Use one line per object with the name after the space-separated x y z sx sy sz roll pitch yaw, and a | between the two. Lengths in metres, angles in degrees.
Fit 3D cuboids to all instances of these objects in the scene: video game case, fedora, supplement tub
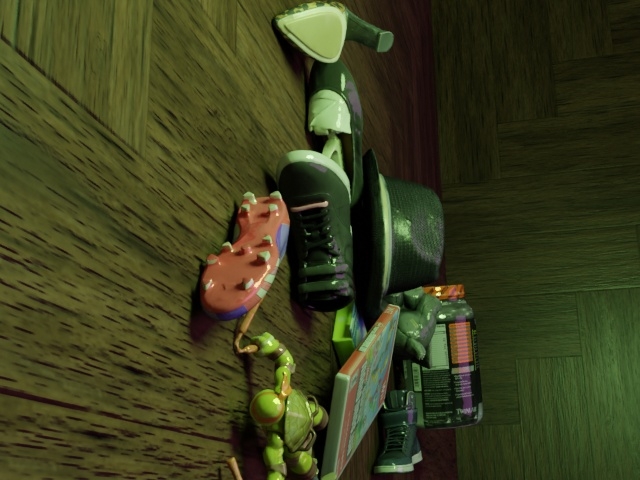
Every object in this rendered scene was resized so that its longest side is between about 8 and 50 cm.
0.069 0.251 1.466 0.285 0.025 0.204 -42 143 -62 | video game case
0.148 -0.014 1.657 0.334 0.152 0.334 180 -90 -85 | fedora
0.284 0.281 2.154 0.207 0.207 0.338 10 76 -76 | supplement tub

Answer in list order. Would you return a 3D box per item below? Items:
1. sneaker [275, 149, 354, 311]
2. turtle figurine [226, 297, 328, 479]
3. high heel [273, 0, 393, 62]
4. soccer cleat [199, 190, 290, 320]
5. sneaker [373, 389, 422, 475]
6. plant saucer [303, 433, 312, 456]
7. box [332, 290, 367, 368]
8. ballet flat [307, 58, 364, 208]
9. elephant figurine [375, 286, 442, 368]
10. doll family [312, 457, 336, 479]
0.000 0.000 1.305 0.296 0.104 0.147 73 12 -54 | sneaker
-0.042 0.213 1.090 0.217 0.087 0.270 61 24 -63 | turtle figurine
-0.025 -0.367 1.478 0.261 0.186 0.093 -5 119 -46 | high heel
-0.080 0.031 1.035 0.248 0.083 0.095 -78 163 -58 | soccer cleat
0.154 0.399 1.837 0.226 0.086 0.163 10 74 -74 | sneaker
-0.024 0.287 1.222 0.083 0.015 0.083 -177 -90 -80 | plant saucer
0.061 0.194 1.615 0.109 0.042 0.178 -79 158 -51 | box
0.027 -0.177 1.524 0.096 0.095 0.281 -51 134 -58 | ballet flat
0.180 0.213 1.907 0.186 0.169 0.239 -48 155 -33 | elephant figurine
0.006 0.402 1.255 0.193 0.076 0.111 -76 152 -61 | doll family
